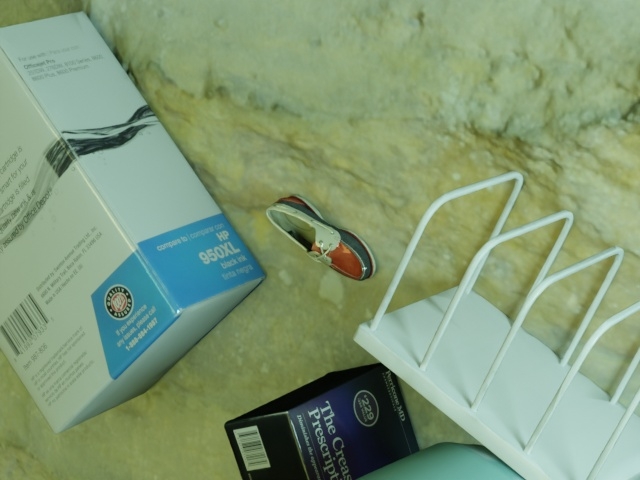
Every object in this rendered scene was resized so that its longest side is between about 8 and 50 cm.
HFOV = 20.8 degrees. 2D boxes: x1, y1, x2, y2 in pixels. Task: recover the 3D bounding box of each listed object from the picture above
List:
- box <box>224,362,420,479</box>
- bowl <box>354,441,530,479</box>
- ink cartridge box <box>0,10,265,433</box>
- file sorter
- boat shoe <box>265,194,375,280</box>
[{"bbox_3d":[0.028,0.282,1.859,0.103,0.184,0.261,-16,94,39],"label":"box"},{"bbox_3d":[0.148,0.311,1.648,0.311,0.163,0.311,43,163,17],"label":"bowl"},{"bbox_3d":[-0.293,-0.024,2.032,0.285,0.166,0.395,-43,77,39],"label":"ink cartridge box"},{"bbox_3d":[0.215,0.088,1.643,0.277,0.193,0.173,39,122,24],"label":"file sorter"},{"bbox_3d":[0.000,0.000,1.885,0.137,0.043,0.049,40,123,21],"label":"boat shoe"}]
